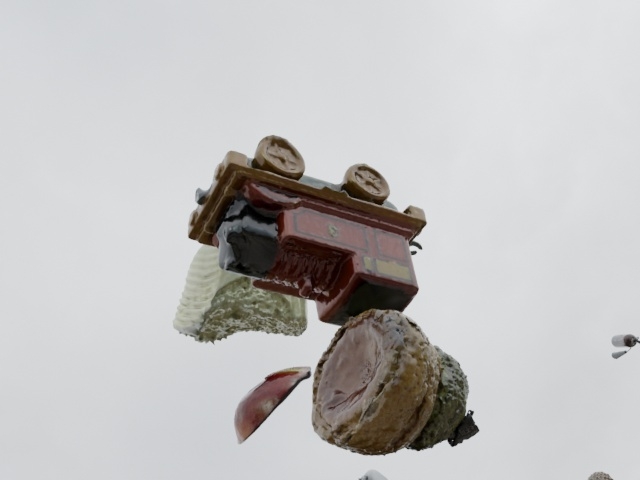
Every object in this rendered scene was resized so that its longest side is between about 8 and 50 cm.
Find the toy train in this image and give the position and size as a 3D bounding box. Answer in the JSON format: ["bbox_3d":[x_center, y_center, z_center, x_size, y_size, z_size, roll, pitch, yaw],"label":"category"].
[{"bbox_3d":[0.000,0.000,1.069,0.369,0.231,0.163,15,-49,-25],"label":"toy train"}]

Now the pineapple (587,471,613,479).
[{"bbox_3d":[0.571,0.521,1.530,0.124,0.058,0.058,-17,-43,-61],"label":"pineapple"}]

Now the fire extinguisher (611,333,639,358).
[{"bbox_3d":[0.548,0.191,1.344,0.046,0.032,0.100,-40,-8,-3],"label":"fire extinguisher"}]

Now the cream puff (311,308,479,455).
[{"bbox_3d":[0.100,0.184,0.877,0.169,0.183,0.183,29,-75,-23],"label":"cream puff"}]

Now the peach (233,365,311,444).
[{"bbox_3d":[-0.115,0.329,1.527,0.279,0.068,0.189,-49,-10,34],"label":"peach"}]

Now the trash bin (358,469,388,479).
[{"bbox_3d":[0.106,0.383,0.873,0.236,0.177,0.101,43,-91,-21],"label":"trash bin"}]

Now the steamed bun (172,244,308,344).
[{"bbox_3d":[-0.158,0.120,1.667,0.272,0.290,0.273,21,-114,-28],"label":"steamed bun"}]
